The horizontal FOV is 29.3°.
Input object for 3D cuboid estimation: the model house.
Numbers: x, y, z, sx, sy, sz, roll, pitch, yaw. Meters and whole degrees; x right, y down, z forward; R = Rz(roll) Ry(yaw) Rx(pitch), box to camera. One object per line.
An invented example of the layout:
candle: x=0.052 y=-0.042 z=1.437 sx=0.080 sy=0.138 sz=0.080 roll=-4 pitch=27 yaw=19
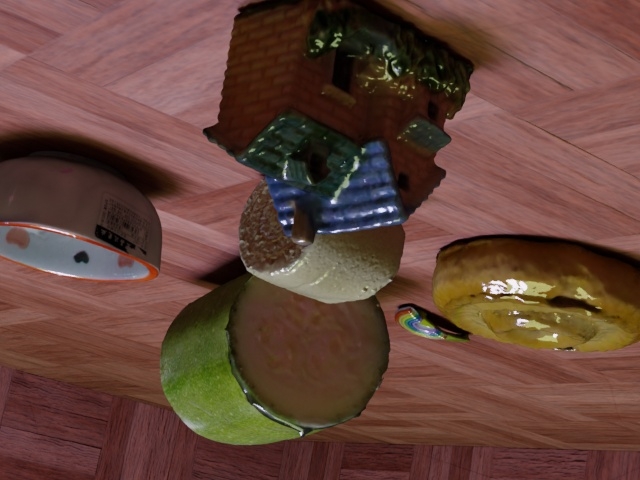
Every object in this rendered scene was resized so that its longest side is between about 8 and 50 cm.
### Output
model house: x=0.008 y=-0.088 z=1.025 sx=0.166 sy=0.172 sz=0.183 roll=-3 pitch=159 yaw=43

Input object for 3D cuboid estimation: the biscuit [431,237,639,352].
biscuit: x=0.287 y=0.082 z=1.587 sx=0.296 sy=0.102 sz=0.296 roll=11 pitch=163 yaw=4

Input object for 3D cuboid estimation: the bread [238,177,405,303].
bread: x=0.000 y=0.000 z=1.416 sx=0.141 sy=0.134 sz=0.148 roll=24 pitch=173 yaw=-38

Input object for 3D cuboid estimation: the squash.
squash: x=-0.074 y=0.173 z=1.853 sx=0.263 sy=0.263 sz=0.384 roll=16 pitch=163 yaw=-18

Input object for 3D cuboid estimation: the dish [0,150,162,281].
dish: x=-0.316 y=-0.035 z=1.528 sx=0.256 sy=0.117 sz=0.256 roll=9 pitch=164 yaw=3

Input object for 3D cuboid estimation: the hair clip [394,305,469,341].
hair clip: x=0.180 y=0.144 z=1.995 sx=0.060 sy=0.033 sz=0.188 roll=-3 pitch=159 yaw=42
